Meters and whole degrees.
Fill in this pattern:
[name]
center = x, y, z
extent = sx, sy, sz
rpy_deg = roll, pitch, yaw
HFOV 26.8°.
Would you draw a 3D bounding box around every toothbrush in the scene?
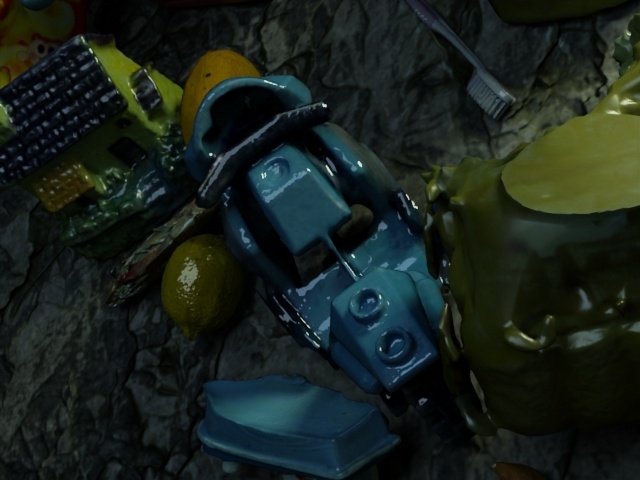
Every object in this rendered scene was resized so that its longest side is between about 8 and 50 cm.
[toothbrush]
center = 0.099, -0.233, 1.366
extent = 0.029, 0.024, 0.354
rpy_deg = -49, 47, 17

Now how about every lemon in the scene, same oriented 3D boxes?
[lemon]
center = -0.119, 0.047, 1.343
extent = 0.082, 0.082, 0.111
rpy_deg = 10, 79, 40

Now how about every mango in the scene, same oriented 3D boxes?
[mango]
center = -0.098, -0.123, 1.423
extent = 0.098, 0.075, 0.190
rpy_deg = -15, 67, 3

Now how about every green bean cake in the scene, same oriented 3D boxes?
[green bean cake]
center = 0.219, -0.029, 0.989
extent = 0.309, 0.202, 0.285
rpy_deg = -14, 57, 6

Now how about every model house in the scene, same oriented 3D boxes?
[model house]
center = -0.258, -0.117, 1.454
extent = 0.194, 0.211, 0.170
rpy_deg = -31, 49, 20

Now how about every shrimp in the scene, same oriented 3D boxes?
[shrimp]
center = -0.170, 0.011, 1.408
extent = 0.190, 0.042, 0.101
rpy_deg = -41, 3, 28

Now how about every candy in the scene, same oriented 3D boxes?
[candy]
center = -0.356, -0.253, 1.591
extent = 0.088, 0.146, 0.276
rpy_deg = -5, 78, 53

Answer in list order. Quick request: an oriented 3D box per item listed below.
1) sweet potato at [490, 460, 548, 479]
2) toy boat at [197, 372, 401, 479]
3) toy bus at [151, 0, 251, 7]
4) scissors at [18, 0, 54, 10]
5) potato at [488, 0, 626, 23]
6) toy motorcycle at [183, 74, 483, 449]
[sweet potato]
center = 0.173, 0.207, 1.066
extent = 0.034, 0.034, 0.095
rpy_deg = -48, 58, 6
[toy boat]
center = -0.031, 0.185, 1.203
extent = 0.109, 0.098, 0.238
rpy_deg = -26, 22, -37
[toy bus]
center = -0.123, -0.494, 1.561
extent = 0.233, 0.203, 0.427
rpy_deg = -1, 68, 42
[scissors]
center = -0.216, -0.401, 1.434
extent = 0.393, 0.032, 0.180
rpy_deg = -38, 46, 30
[potato]
center = 0.227, -0.406, 1.188
extent = 0.212, 0.280, 0.330
rpy_deg = 6, 69, 42
[toy motorcycle]
center = 0.000, 0.000, 1.173
extent = 0.172, 0.232, 0.416
rpy_deg = -35, 49, 5
